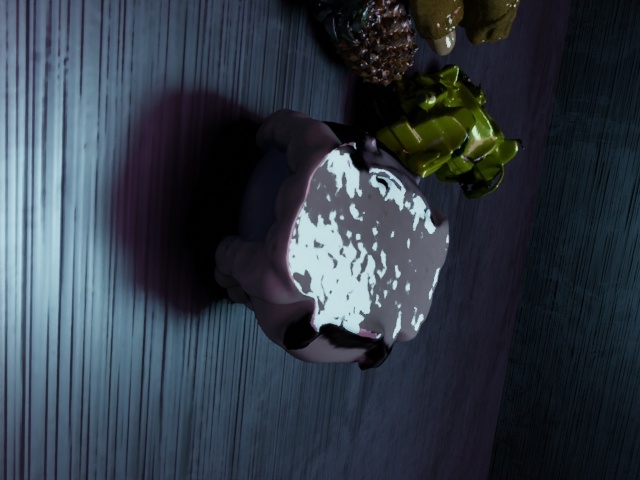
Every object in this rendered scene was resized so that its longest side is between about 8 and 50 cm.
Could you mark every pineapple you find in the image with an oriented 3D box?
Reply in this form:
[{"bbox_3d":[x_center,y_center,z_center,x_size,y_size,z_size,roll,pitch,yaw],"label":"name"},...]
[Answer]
[{"bbox_3d":[0.037,-0.226,0.550,0.221,0.083,0.103,23,68,-62],"label":"pineapple"}]

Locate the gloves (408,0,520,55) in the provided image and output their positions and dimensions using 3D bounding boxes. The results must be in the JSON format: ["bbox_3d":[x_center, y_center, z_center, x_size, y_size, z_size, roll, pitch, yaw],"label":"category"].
[{"bbox_3d":[0.176,-0.369,0.678,0.203,0.155,0.356,-68,154,-11],"label":"gloves"}]

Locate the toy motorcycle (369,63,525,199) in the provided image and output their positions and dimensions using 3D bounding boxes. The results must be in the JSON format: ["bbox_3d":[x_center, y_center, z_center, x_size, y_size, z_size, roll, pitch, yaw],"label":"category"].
[{"bbox_3d":[0.172,-0.146,0.777,0.206,0.142,0.342,60,34,3],"label":"toy motorcycle"}]

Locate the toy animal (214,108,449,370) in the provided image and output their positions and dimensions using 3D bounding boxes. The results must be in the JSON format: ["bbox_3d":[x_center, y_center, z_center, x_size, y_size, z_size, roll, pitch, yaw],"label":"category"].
[{"bbox_3d":[0.000,0.000,0.493,0.208,0.156,0.204,25,81,-45],"label":"toy animal"}]
